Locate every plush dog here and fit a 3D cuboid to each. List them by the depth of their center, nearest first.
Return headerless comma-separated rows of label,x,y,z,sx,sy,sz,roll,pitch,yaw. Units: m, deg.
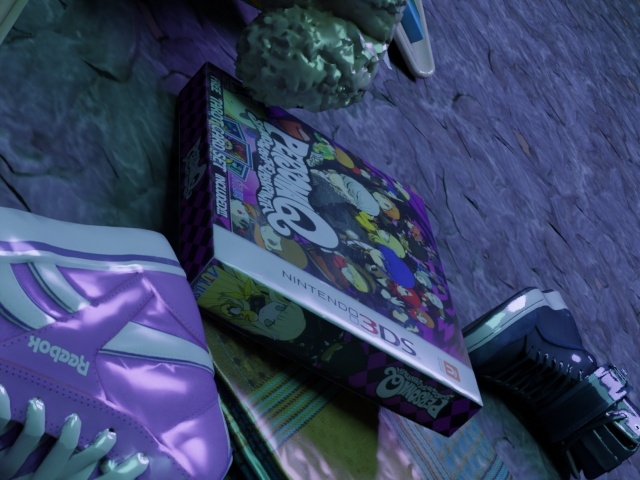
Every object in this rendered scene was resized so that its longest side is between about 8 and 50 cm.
plush dog,-0.025,-0.252,0.816,0.225,0.210,0.262,24,50,-6

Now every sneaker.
sneaker,-0.128,0.075,0.499,0.282,0.102,0.161,0,65,-58
sneaker,0.194,0.125,0.986,0.226,0.086,0.163,-1,60,-60

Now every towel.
towel,0.061,0.177,0.770,0.370,0.040,0.271,57,26,4

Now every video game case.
video game case,0.000,0.000,0.784,0.210,0.042,0.232,31,27,-25

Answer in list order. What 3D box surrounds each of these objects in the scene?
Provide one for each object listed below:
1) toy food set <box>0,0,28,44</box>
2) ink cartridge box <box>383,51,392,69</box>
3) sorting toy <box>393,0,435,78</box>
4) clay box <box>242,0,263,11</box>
toy food set,-0.227,-0.226,0.659,0.220,0.092,0.306,44,29,-24
ink cartridge box,-0.011,-0.284,1.140,0.224,0.056,0.181,51,24,-44
sorting toy,0.065,-0.297,1.230,0.208,0.038,0.193,52,24,-40
clay box,-0.059,-0.263,0.942,0.222,0.053,0.127,22,69,-40
